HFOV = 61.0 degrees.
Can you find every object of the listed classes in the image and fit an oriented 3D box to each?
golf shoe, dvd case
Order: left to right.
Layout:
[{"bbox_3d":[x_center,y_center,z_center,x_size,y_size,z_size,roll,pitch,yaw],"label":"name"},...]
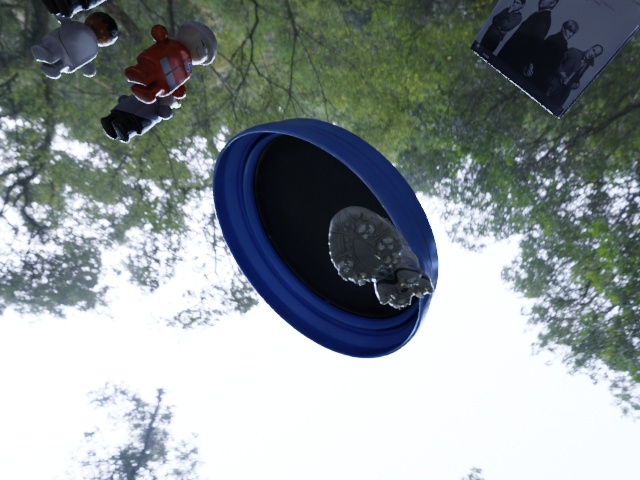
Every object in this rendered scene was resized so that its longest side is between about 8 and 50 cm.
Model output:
[{"bbox_3d":[0.053,0.003,0.558,0.069,0.176,0.086,-26,-128,14],"label":"golf shoe"},{"bbox_3d":[0.339,-0.315,0.747,0.179,0.238,0.030,45,-132,14],"label":"dvd case"}]

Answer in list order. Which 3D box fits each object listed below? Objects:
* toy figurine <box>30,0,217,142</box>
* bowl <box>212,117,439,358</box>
[{"bbox_3d":[-0.271,-0.268,0.756,0.213,0.210,0.148,44,-124,-10],"label":"toy figurine"},{"bbox_3d":[0.000,0.000,0.814,0.391,0.391,0.077,35,-129,19],"label":"bowl"}]
